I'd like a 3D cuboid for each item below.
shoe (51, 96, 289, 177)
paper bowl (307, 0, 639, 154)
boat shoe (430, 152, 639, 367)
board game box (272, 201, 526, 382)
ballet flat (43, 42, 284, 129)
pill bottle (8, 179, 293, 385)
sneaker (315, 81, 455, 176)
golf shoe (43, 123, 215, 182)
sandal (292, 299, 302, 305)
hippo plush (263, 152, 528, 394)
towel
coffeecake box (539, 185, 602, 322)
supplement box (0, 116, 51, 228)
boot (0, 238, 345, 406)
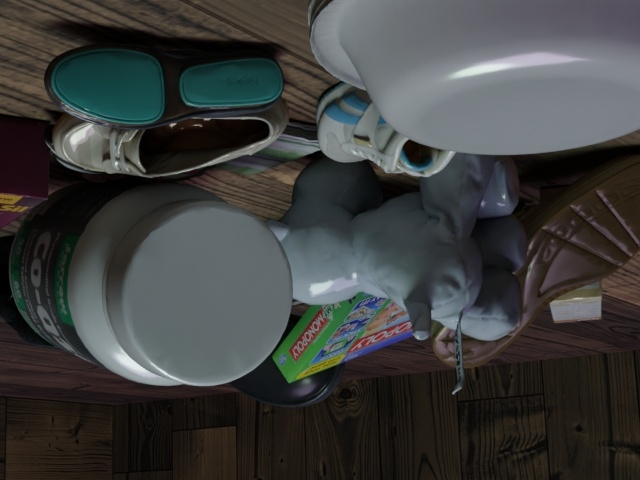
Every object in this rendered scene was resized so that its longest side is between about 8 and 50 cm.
[{"bbox_3d":[-0.138,-0.099,1.128,0.219,0.077,0.058,-7,-150,7],"label":"shoe"},{"bbox_3d":[0.133,-0.149,0.817,0.284,0.148,0.284,-1,166,0],"label":"paper bowl"},{"bbox_3d":[0.252,0.004,1.463,0.341,0.110,0.121,-39,122,17],"label":"boat shoe"},{"bbox_3d":[0.111,0.063,1.578,0.317,0.046,0.213,-17,153,-39],"label":"board game box"},{"bbox_3d":[-0.132,-0.128,1.049,0.203,0.074,0.074,-4,169,-22],"label":"ballet flat"},{"bbox_3d":[-0.182,0.039,1.304,0.204,0.204,0.361,5,180,-28],"label":"pill bottle"},{"bbox_3d":[0.064,-0.101,1.144,0.087,0.092,0.228,3,168,-27],"label":"sneaker"},{"bbox_3d":[-0.173,-0.093,1.197,0.186,0.068,0.086,-6,165,20],"label":"golf shoe"},{"bbox_3d":[-0.035,0.057,1.647,0.219,0.060,0.090,-10,178,18],"label":"sandal"},{"bbox_3d":[0.072,0.021,1.331,0.236,0.294,0.234,0,148,28],"label":"hippo plush"},{"bbox_3d":[-0.077,-0.100,1.301,0.113,0.023,0.152,10,165,-35],"label":"towel"},{"bbox_3d":[0.321,0.021,1.609,0.068,0.142,0.185,-5,167,11],"label":"coffeecake box"},{"bbox_3d":[-0.355,-0.063,1.272,0.104,0.081,0.188,6,165,-32],"label":"supplement box"},{"bbox_3d":[-0.217,0.124,1.814,0.367,0.146,0.445,15,175,30],"label":"boot"}]
